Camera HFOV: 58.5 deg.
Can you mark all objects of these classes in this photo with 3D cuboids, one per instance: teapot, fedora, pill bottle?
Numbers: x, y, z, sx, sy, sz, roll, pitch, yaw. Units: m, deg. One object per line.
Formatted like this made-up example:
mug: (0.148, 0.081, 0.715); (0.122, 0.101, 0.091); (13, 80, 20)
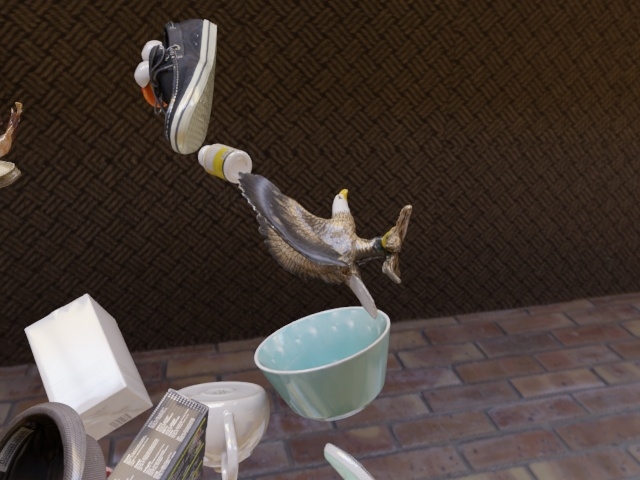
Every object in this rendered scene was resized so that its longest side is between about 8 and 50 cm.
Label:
teapot: (-0.231, 0.441, 1.321); (0.252, 0.256, 0.187); (-3, 87, 26)
fedora: (-0.418, 0.393, 0.874); (0.243, 0.276, 0.124); (-32, 137, 11)
pill bottle: (-0.307, -0.249, 1.809); (0.103, 0.184, 0.103); (-19, 119, -38)

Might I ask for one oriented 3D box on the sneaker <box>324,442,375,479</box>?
sneaker: (0.064, 0.556, 1.184); (0.151, 0.094, 0.256); (-43, 73, -8)

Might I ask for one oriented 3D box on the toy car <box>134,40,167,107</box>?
toy car: (-0.448, -0.458, 1.625); (0.159, 0.182, 0.136); (24, 146, -30)

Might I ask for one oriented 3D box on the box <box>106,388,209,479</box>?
box: (-0.225, 0.346, 0.673); (0.060, 0.270, 0.216); (21, 133, 8)

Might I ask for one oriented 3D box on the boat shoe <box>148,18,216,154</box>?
boat shoe: (-0.337, -0.382, 1.375); (0.155, 0.501, 0.187); (5, 136, -11)

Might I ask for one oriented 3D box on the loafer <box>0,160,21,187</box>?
loafer: (-0.603, -0.127, 1.000); (0.147, 0.056, 0.050); (4, 133, 1)

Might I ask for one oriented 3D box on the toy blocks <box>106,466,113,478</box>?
toy blocks: (-0.697, 0.799, 1.547); (0.308, 0.260, 0.289); (-3, 107, -54)

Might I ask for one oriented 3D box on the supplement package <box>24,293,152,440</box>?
supplement package: (-0.580, 0.319, 1.438); (0.177, 0.293, 0.175); (-30, 150, -10)

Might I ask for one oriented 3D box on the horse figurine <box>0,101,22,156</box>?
horse figurine: (-0.789, -0.246, 1.329); (0.066, 0.263, 0.175); (26, 109, 8)

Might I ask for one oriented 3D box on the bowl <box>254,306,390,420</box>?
bowl: (0.024, 0.287, 1.284); (0.311, 0.311, 0.163); (-18, 102, -7)

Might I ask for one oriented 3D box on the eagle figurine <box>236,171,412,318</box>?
eagle figurine: (0.001, -0.007, 1.029); (0.298, 0.225, 0.227); (6, 117, 4)
